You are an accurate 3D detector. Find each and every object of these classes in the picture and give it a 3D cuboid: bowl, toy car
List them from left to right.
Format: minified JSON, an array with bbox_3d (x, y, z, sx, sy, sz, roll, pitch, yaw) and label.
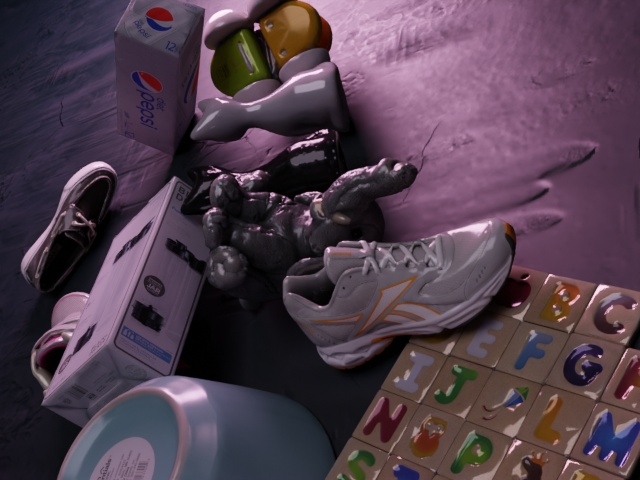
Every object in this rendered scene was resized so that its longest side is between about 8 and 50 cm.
[{"bbox_3d":[-0.152,0.262,1.025,0.311,0.163,0.312,-24,44,25],"label":"bowl"},{"bbox_3d":[-0.065,-0.262,1.416,0.182,0.136,0.159,-29,79,18],"label":"toy car"}]

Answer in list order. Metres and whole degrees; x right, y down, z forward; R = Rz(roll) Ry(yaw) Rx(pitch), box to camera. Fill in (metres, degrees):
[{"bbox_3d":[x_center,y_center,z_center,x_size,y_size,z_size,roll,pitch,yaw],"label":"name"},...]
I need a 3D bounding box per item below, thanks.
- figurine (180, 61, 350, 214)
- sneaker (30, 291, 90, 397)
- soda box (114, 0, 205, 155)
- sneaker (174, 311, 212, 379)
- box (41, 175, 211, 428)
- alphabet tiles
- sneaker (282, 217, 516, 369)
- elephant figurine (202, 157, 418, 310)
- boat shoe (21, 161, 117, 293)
[{"bbox_3d":[-0.072,-0.124,1.281,0.209,0.092,0.215,-9,48,11],"label":"figurine"},{"bbox_3d":[-0.320,0.142,1.319,0.103,0.111,0.252,-42,39,6],"label":"sneaker"},{"bbox_3d":[-0.232,-0.236,1.444,0.286,0.098,0.091,112,179,-66],"label":"soda box"},{"bbox_3d":[-0.187,0.167,1.233,0.075,0.057,0.161,-23,42,54],"label":"sneaker"},{"bbox_3d":[-0.223,0.076,1.235,0.169,0.087,0.290,-40,26,36],"label":"box"},{"bbox_3d":[0.156,0.173,0.917,0.285,0.011,0.343,13,63,48],"label":"alphabet tiles"},{"bbox_3d":[0.071,0.038,1.016,0.262,0.121,0.099,-31,30,28],"label":"sneaker"},{"bbox_3d":[0.000,0.000,1.127,0.239,0.186,0.170,-1,91,12],"label":"elephant figurine"},{"bbox_3d":[-0.373,-0.017,1.539,0.070,0.077,0.219,29,87,51],"label":"boat shoe"}]
